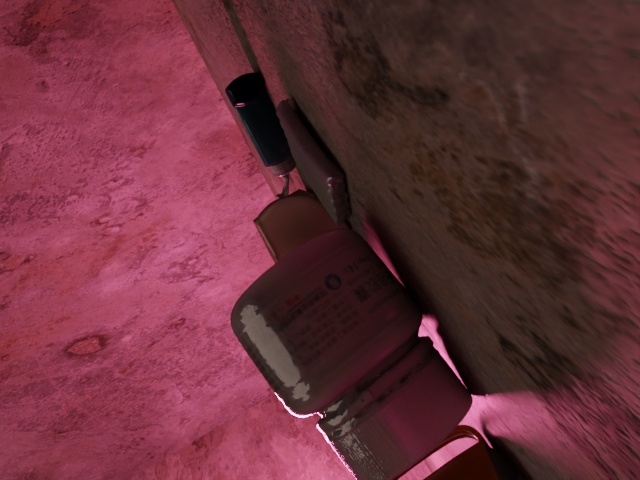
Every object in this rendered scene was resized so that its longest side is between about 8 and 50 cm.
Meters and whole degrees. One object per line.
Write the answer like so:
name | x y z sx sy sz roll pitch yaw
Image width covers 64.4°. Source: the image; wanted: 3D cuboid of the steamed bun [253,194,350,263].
steamed bun | -0.016 0.015 1.036 0.242 0.164 0.146 63 173 -11

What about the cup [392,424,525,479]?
cup | 0.190 0.414 0.770 0.182 0.263 0.226 54 -169 -36

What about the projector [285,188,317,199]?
projector | 0.000 0.000 1.273 0.257 0.079 0.259 59 175 -12

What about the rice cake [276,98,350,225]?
rice cake | -0.012 -0.134 0.885 0.198 0.037 0.189 59 175 22

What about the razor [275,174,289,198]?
razor | -0.151 -0.255 1.602 0.111 0.056 0.278 -139 28 -72

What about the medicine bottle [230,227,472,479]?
medicine bottle | 0.046 0.171 0.776 0.325 0.256 0.256 51 173 13

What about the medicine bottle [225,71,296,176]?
medicine bottle | -0.130 -0.258 1.137 0.258 0.079 0.124 64 174 -34
